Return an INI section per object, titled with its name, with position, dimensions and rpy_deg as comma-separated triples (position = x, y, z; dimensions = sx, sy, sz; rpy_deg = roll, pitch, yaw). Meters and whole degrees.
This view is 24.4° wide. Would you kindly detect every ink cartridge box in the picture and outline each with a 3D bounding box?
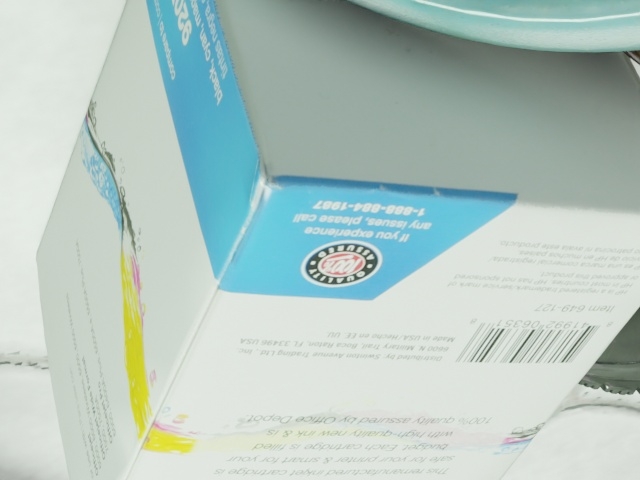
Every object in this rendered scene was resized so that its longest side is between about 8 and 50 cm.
[ink cartridge box]
position = 0.000, 0.000, 0.595
dimensions = 0.171, 0.168, 0.233
rpy_deg = 4, 138, -25

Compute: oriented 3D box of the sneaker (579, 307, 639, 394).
[sneaker]
position = 0.215, -0.015, 0.737
dimensions = 0.286, 0.109, 0.130
rpy_deg = -15, 138, -20

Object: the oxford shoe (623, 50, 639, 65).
[oxford shoe]
position = 0.190, -0.197, 0.440
dimensions = 0.130, 0.133, 0.364
rpy_deg = -7, 145, -33

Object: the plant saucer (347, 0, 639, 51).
[plant saucer]
position = 0.052, -0.168, 0.378
dimensions = 0.317, 0.044, 0.318
rpy_deg = 13, 137, 12
